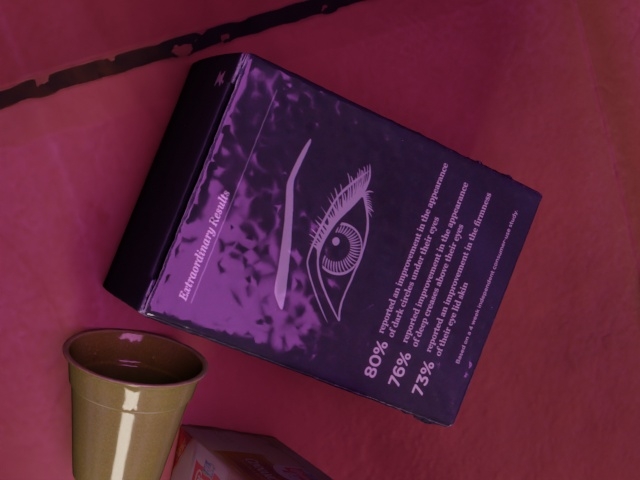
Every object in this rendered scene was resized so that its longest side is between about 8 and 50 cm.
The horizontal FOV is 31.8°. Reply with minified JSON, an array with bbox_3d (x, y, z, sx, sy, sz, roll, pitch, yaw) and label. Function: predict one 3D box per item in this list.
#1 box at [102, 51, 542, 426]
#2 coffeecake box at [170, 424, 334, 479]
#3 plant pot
[{"bbox_3d":[0.000,0.000,0.664,0.207,0.108,0.153,24,86,-22],"label":"box"},{"bbox_3d":[-0.049,0.215,0.646,0.068,0.142,0.185,11,90,-23],"label":"coffeecake box"},{"bbox_3d":[-0.113,0.102,0.652,0.083,0.083,0.079,6,106,-22],"label":"plant pot"}]
